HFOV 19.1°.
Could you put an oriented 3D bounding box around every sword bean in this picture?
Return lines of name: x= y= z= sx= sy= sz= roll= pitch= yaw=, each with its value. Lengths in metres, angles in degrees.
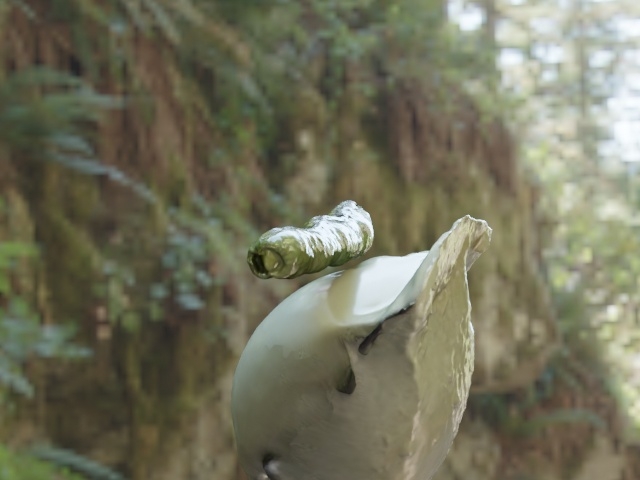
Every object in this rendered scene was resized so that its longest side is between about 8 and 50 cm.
sword bean: x=0.000 y=0.000 z=1.281 sx=0.043 sy=0.038 sz=0.269 roll=11 pitch=7 yaw=11

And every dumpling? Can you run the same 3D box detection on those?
dumpling: x=0.051 y=0.085 z=1.363 sx=0.243 sy=0.175 sz=0.227 roll=-18 pitch=18 yaw=41
